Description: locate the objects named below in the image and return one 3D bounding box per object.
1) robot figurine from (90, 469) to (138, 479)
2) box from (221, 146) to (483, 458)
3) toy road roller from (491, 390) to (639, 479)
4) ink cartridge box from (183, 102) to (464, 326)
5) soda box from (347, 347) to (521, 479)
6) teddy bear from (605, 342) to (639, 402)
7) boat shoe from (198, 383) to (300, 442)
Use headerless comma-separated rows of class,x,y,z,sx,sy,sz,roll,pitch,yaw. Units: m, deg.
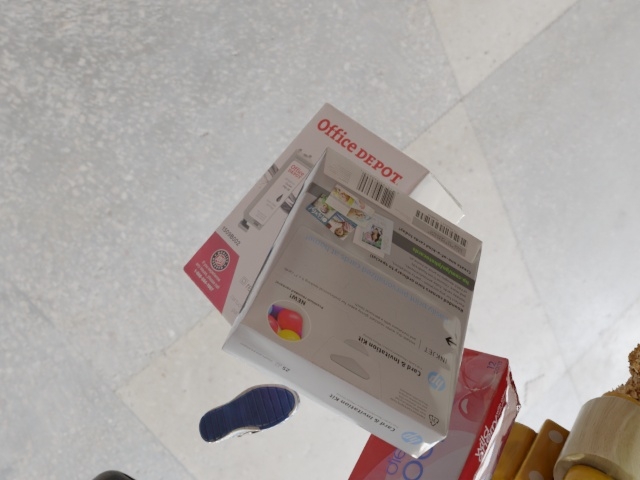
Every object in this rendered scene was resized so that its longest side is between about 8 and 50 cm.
robot figurine,-0.165,0.248,0.405,0.278,0.173,0.209,-44,118,-61
box,0.033,0.034,0.523,0.145,0.186,0.038,30,133,-7
toy road roller,0.330,0.355,1.155,0.202,0.240,0.330,-41,154,-46
ink cartridge box,0.000,0.000,0.922,0.283,0.207,0.117,-50,139,1
soda box,0.078,0.214,0.632,0.263,0.092,0.083,-59,143,-28
teddy bear,0.544,0.332,1.274,0.113,0.245,0.338,-13,142,-3
boat shoe,-0.099,0.259,1.149,0.066,0.183,0.066,13,60,-57
